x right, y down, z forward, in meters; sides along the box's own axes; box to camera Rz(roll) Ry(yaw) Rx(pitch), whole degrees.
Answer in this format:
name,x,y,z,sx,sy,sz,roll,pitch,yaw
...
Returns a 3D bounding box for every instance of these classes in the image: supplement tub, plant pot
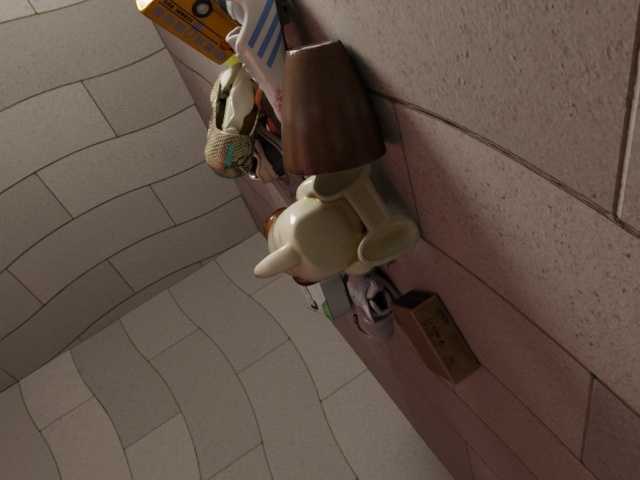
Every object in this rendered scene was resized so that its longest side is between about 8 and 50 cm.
name,x,y,z,sx,sy,sz,roll,pitch,yaw
supplement tub,-0.190,-0.576,1.383,0.190,0.117,0.117,50,168,37
plant pot,0.009,-0.272,1.204,0.215,0.215,0.230,-143,38,-63

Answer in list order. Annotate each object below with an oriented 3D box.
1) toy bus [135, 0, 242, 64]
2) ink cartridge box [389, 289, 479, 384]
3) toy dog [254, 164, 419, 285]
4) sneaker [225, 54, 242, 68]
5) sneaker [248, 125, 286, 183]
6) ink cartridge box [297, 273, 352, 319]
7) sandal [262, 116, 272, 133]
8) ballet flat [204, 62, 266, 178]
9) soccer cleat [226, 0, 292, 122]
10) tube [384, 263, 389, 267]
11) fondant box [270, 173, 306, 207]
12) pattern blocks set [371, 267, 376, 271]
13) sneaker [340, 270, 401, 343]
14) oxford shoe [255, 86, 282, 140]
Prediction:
name,x,y,z,sx,sy,sz,roll,pitch,yaw
toy bus,-0.289,-0.551,1.512,0.332,0.130,0.108,23,-142,-52
ink cartridge box,0.305,0.256,1.643,0.235,0.088,0.193,58,172,-7
toy dog,0.000,0.000,1.523,0.284,0.395,0.408,47,164,-6
sneaker,-0.307,-0.615,1.660,0.145,0.147,0.385,26,154,36
sneaker,-0.194,-0.267,1.762,0.321,0.127,0.126,43,170,52
ink cartridge box,0.004,0.169,2.064,0.208,0.087,0.153,13,127,63
sandal,-0.207,-0.431,1.931,0.446,0.107,0.167,61,169,-15
ballet flat,-0.216,-0.367,1.623,0.483,0.164,0.182,-92,19,-47
soccer cleat,-0.127,-0.405,1.336,0.116,0.143,0.331,-99,0,-61
tube,0.138,-0.006,1.764,0.207,0.052,0.080,54,-167,1
fondant box,-0.025,-0.085,1.948,0.330,0.096,0.238,54,-176,1
pattern blocks set,0.073,-0.044,1.873,0.325,0.026,0.285,56,-176,17
sneaker,0.187,0.234,1.996,0.210,0.137,0.366,46,162,59
oxford shoe,-0.072,-0.336,1.584,0.133,0.130,0.364,49,178,12
